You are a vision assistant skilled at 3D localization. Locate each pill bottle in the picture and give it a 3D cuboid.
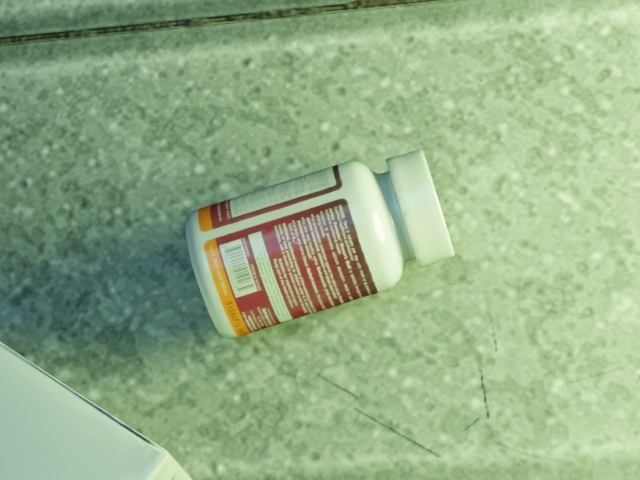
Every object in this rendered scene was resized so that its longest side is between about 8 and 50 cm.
[{"bbox_3d":[0.000,0.000,1.504,0.221,0.121,0.121,-17,64,3],"label":"pill bottle"}]

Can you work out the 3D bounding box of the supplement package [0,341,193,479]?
[{"bbox_3d":[-0.271,0.216,1.449,0.262,0.145,0.204,30,75,22],"label":"supplement package"}]
